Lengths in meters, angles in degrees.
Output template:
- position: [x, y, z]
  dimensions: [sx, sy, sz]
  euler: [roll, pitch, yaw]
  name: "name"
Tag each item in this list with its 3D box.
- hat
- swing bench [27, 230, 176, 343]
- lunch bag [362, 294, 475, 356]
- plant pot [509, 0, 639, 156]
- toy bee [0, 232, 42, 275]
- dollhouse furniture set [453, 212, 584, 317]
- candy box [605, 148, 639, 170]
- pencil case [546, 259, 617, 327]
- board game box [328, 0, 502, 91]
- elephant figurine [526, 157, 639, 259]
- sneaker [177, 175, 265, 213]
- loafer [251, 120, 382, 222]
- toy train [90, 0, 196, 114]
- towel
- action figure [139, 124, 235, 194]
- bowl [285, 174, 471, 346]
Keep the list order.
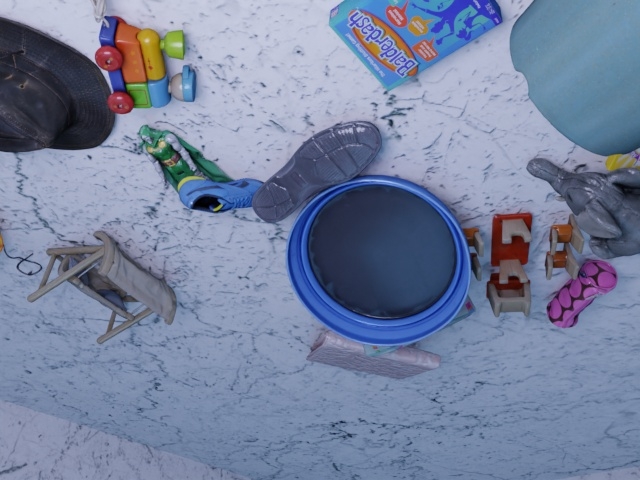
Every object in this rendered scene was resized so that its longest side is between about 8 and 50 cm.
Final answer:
- position: [-0.551, -0.238, 1.018]
  dimensions: [0.331, 0.134, 0.331]
  euler: [3, 141, 3]
  name: "hat"
- position: [-0.538, 0.117, 1.453]
  dimensions: [0.255, 0.165, 0.253]
  euler: [-18, 136, 19]
  name: "swing bench"
- position: [0.238, 0.198, 1.447]
  dimensions: [0.224, 0.107, 0.279]
  euler: [-12, 165, -46]
  name: "lunch bag"
- position: [0.443, -0.293, 0.697]
  dimensions: [0.341, 0.341, 0.334]
  euler: [20, 148, -19]
  name: "plant pot"
- position: [-0.839, -0.001, 1.365]
  dimensions: [0.195, 0.298, 0.162]
  euler: [31, 116, 22]
  name: "toy bee"
- position: [0.431, 0.042, 1.296]
  dimensions: [0.262, 0.135, 0.259]
  euler: [-3, 130, 10]
  name: "dollhouse furniture set"
- position: [0.599, -0.201, 1.012]
  dimensions: [0.105, 0.027, 0.206]
  euler: [5, 142, 6]
  name: "candy box"
- position: [0.631, 0.138, 1.388]
  dimensions: [0.095, 0.098, 0.209]
  euler: [7, 143, -2]
  name: "pencil case"
- position: [0.143, -0.342, 0.868]
  dimensions: [0.210, 0.047, 0.160]
  euler: [-25, 133, 35]
  name: "board game box"
- position: [0.535, -0.068, 1.074]
  dimensions: [0.186, 0.169, 0.239]
  euler: [-26, 135, 38]
  name: "elephant figurine"
- position: [-0.186, -0.083, 1.164]
  dimensions: [0.209, 0.082, 0.069]
  euler: [0, 129, -36]
  name: "sneaker"
- position: [-0.009, -0.145, 1.123]
  dimensions: [0.303, 0.095, 0.109]
  euler: [-32, 102, 24]
  name: "loafer"
- position: [-0.283, -0.320, 0.913]
  dimensions: [0.143, 0.105, 0.248]
  euler: [-2, 143, -7]
  name: "toy train"
- position: [0.143, 0.342, 1.685]
  dimensions: [0.332, 0.053, 0.317]
  euler: [13, 158, -8]
  name: "towel"
- position: [-0.286, -0.151, 1.152]
  dimensions: [0.137, 0.063, 0.232]
  euler: [-23, 138, 17]
  name: "action figure"
- position: [0.123, 0.043, 1.216]
  dimensions: [0.391, 0.077, 0.391]
  euler: [6, 116, 13]
  name: "bowl"
